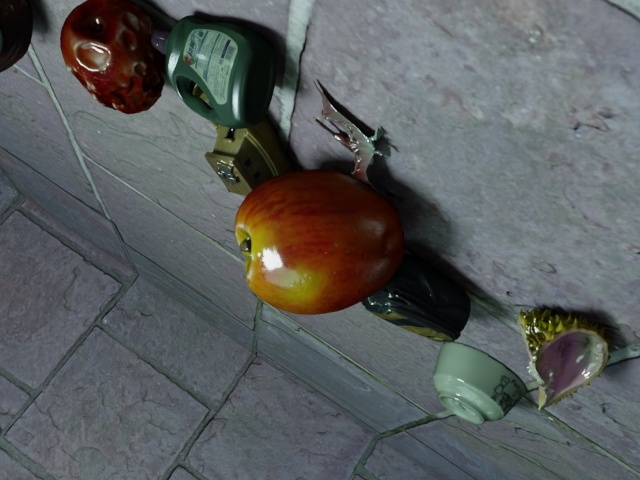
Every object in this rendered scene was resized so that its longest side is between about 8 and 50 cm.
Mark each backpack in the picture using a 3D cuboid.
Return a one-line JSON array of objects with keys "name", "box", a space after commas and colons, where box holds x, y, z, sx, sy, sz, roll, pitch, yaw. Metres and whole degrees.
[{"name": "backpack", "box": [0.164, 0.108, 1.227, 0.206, 0.133, 0.258, 29, 166, -8]}]

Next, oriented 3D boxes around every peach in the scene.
[{"name": "peach", "box": [0.000, 0.000, 1.077, 0.281, 0.281, 0.238, 162, 100, -65]}]

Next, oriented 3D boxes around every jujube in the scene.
[{"name": "jujube", "box": [-0.334, -0.297, 1.082, 0.155, 0.155, 0.230, 35, 169, 1]}]

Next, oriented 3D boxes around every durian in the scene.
[{"name": "durian", "box": [0.375, 0.180, 1.042, 0.182, 0.132, 0.165, 46, 149, -17]}]

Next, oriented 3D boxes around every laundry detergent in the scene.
[{"name": "laundry detergent", "box": [-0.169, -0.254, 0.960, 0.222, 0.078, 0.144, 25, 116, 29]}]

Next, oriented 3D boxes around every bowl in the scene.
[{"name": "bowl", "box": [0.336, 0.330, 1.452, 0.211, 0.112, 0.211, 29, 157, 13]}]

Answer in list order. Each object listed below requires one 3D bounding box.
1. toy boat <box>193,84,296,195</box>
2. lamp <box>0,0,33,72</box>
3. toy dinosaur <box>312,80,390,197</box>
[{"name": "toy boat", "box": [-0.123, -0.140, 1.129, 0.089, 0.121, 0.321, 13, 150, 32]}, {"name": "lamp", "box": [-0.665, -0.422, 1.220, 0.247, 0.247, 0.247, 30, 159, 13]}, {"name": "toy dinosaur", "box": [0.051, -0.147, 0.971, 0.108, 0.032, 0.220, 13, 141, 52]}]
